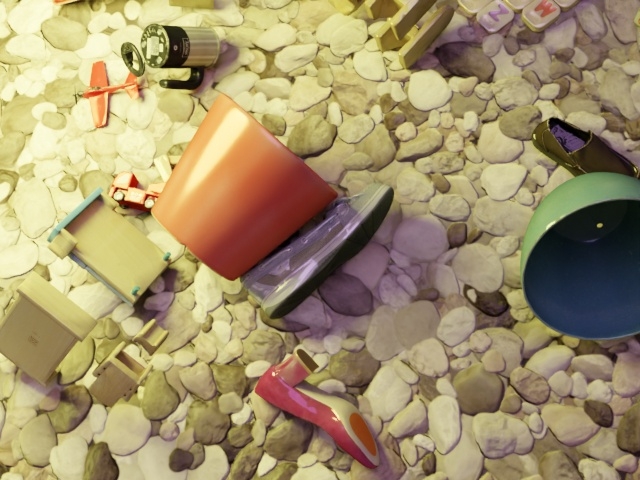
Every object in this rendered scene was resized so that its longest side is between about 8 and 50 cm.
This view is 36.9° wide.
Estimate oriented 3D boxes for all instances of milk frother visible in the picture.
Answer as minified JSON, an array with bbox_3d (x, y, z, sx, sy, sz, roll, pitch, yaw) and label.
[{"bbox_3d":[-0.296,-0.368,1.870,0.143,0.134,0.129,34,118,31],"label":"milk frother"}]

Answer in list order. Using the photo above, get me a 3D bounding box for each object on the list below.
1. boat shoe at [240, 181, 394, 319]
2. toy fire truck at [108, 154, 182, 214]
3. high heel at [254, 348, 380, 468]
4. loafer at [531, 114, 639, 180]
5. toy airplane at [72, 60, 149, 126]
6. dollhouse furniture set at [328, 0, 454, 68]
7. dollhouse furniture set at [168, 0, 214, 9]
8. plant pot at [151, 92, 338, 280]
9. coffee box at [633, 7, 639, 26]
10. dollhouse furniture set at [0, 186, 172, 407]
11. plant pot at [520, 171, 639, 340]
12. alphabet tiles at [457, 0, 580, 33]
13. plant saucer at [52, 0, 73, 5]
[{"bbox_3d":[-0.001,0.002,1.721,0.320,0.118,0.103,-44,73,-2],"label":"boat shoe"},{"bbox_3d":[-0.293,-0.113,1.813,0.191,0.047,0.135,13,72,9],"label":"toy fire truck"},{"bbox_3d":[-0.006,0.311,1.648,0.117,0.082,0.244,-42,86,22],"label":"high heel"},{"bbox_3d":[0.488,-0.155,1.759,0.220,0.078,0.080,30,76,13],"label":"loafer"},{"bbox_3d":[-0.415,-0.296,1.894,0.151,0.028,0.151,-1,70,4],"label":"toy airplane"},{"bbox_3d":[0.091,-0.581,1.760,0.362,0.394,0.256,42,88,16],"label":"dollhouse furniture set"},{"bbox_3d":[-0.275,-0.627,1.879,0.135,0.259,0.262,1,69,-6],"label":"dollhouse furniture set"},{"bbox_3d":[-0.147,-0.081,1.687,0.275,0.275,0.243,42,91,16],"label":"plant pot"},{"bbox_3d":[0.835,-0.462,1.707,0.337,0.334,0.338,-38,73,-10],"label":"coffee box"},{"bbox_3d":[-0.393,0.111,1.735,0.286,0.198,0.303,40,45,-6],"label":"dollhouse furniture set"},{"bbox_3d":[0.472,-0.003,1.630,0.290,0.290,0.195,-3,36,3],"label":"plant pot"},{"bbox_3d":[0.391,-0.551,1.934,0.278,0.021,0.284,-38,72,-9],"label":"alphabet tiles"},{"bbox_3d":[-0.428,-0.615,1.940,0.259,0.047,0.259,-6,81,25],"label":"plant saucer"}]
